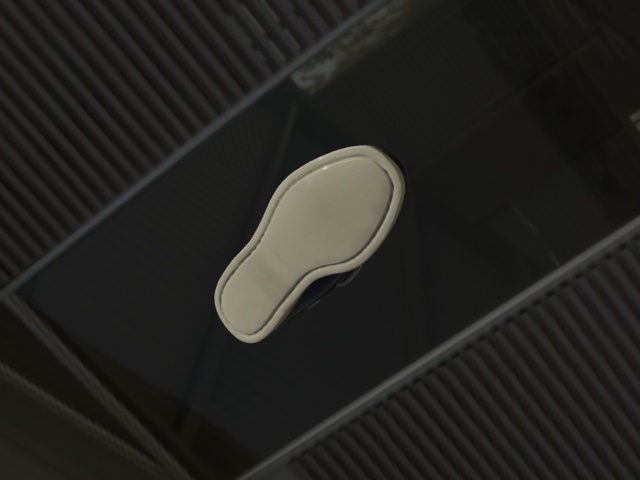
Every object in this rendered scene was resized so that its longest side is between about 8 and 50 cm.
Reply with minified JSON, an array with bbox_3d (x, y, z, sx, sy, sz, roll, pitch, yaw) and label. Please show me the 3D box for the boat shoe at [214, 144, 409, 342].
[{"bbox_3d":[0.000,0.000,0.421,0.046,0.125,0.038,48,-138,10],"label":"boat shoe"}]
